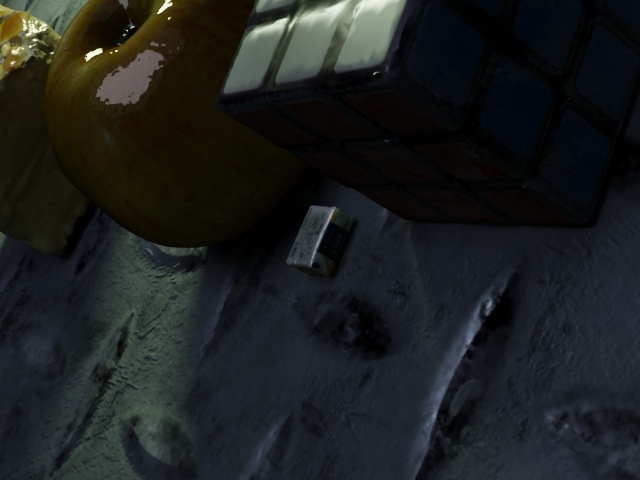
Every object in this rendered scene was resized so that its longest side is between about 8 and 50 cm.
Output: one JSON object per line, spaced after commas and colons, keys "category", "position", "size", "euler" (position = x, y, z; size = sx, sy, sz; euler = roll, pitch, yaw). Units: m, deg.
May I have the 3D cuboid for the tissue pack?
{"category": "tissue pack", "position": [0.000, 0.000, 1.482], "size": [0.062, 0.042, 0.083], "euler": [4, 69, 56]}

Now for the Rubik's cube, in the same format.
{"category": "Rubik's cube", "position": [0.128, -0.209, 1.238], "size": [0.303, 0.305, 0.301], "euler": [2, 66, 52]}

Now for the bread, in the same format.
{"category": "bread", "position": [-0.540, -0.203, 2.155], "size": [0.371, 0.279, 0.390], "euler": [-58, 31, 0]}

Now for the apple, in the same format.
{"category": "apple", "position": [-0.188, -0.191, 1.616], "size": [0.400, 0.333, 0.400], "euler": [-34, 42, 37]}
